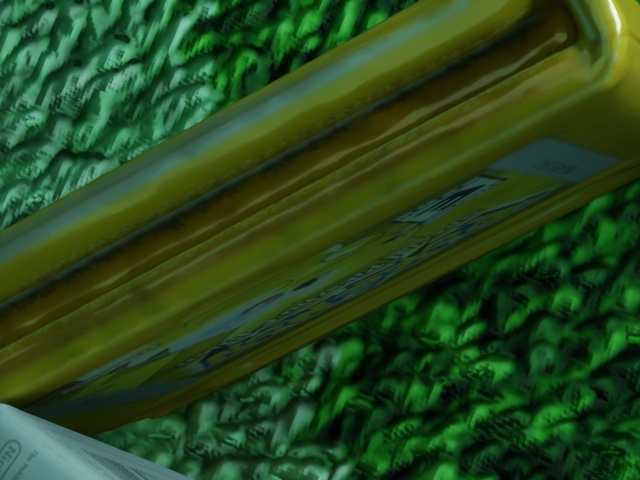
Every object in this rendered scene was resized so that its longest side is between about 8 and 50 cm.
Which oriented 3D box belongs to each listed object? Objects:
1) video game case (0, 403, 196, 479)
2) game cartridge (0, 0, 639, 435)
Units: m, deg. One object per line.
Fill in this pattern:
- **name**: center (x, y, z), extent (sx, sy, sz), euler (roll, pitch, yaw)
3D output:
- **video game case**: center (0.056, 0.175, 0.657), extent (0.300, 0.329, 0.036), euler (34, 87, 23)
- **game cartridge**: center (0.000, 0.000, 0.718), extent (0.285, 0.324, 0.052), euler (-28, 80, 14)
